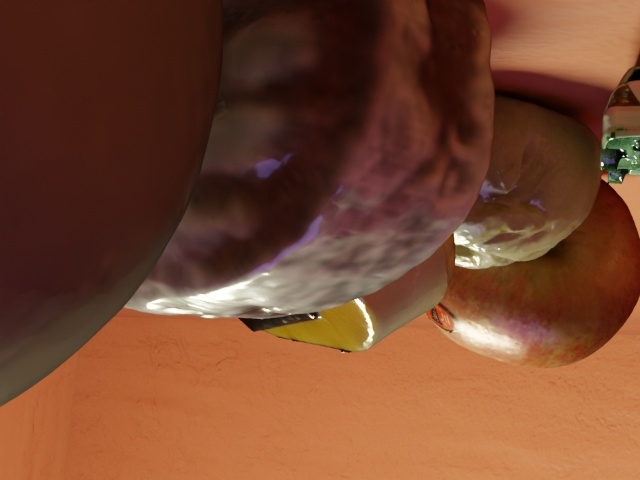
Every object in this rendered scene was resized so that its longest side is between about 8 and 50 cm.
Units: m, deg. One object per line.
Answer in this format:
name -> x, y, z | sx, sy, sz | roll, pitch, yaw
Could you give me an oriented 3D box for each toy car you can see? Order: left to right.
toy car -> 0.244, -0.079, 0.880 | 0.090, 0.076, 0.224 | 1, 179, 15

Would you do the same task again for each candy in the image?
candy -> -0.038, -0.065, 0.662 | 0.157, 0.214, 0.290 | 11, 166, -43

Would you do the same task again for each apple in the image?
apple -> 0.190, 0.023, 1.176 | 0.210, 0.209, 0.164 | 5, 154, 4

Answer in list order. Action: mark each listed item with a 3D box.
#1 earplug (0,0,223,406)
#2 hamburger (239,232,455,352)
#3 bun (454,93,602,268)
earplug -> -0.235, -0.068, 0.432 | 0.394, 0.312, 0.313 | 2, 171, 20
hamburger -> -0.021, -0.026, 0.951 | 0.227, 0.151, 0.295 | 49, 155, -26
bun -> 0.121, -0.044, 1.016 | 0.193, 0.127, 0.178 | 15, 168, -41
